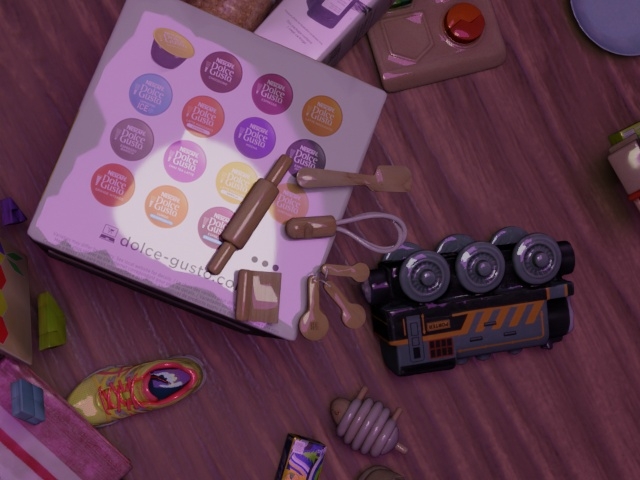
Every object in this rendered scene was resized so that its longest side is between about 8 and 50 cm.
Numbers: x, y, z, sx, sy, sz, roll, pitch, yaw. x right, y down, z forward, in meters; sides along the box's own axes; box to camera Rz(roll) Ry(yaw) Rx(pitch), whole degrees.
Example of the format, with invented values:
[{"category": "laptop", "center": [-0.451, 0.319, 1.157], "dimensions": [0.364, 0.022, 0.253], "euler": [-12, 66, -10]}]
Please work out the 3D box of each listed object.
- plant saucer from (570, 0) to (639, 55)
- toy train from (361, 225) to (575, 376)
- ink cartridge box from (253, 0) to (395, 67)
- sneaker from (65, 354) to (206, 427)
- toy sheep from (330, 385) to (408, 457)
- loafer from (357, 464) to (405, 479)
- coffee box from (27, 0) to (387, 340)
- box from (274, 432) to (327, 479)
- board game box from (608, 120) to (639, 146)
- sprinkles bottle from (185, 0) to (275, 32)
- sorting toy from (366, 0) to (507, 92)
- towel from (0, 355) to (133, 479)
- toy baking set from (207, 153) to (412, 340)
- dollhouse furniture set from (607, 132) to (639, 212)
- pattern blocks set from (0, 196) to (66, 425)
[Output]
[{"category": "plant saucer", "center": [0.488, -0.391, 1.641], "dimensions": [0.194, 0.037, 0.195], "euler": [1, 86, -11]}, {"category": "toy train", "center": [0.226, 0.089, 1.510], "dimensions": [0.333, 0.142, 0.190], "euler": [-8, 99, -13]}, {"category": "ink cartridge box", "center": [0.011, -0.323, 1.456], "dimensions": [0.100, 0.172, 0.237], "euler": [42, 85, 0]}, {"category": "sneaker", "center": [-0.262, 0.209, 1.423], "dimensions": [0.208, 0.094, 0.082], "euler": [-19, 90, -10]}, {"category": "toy sheep", "center": [0.073, 0.272, 1.484], "dimensions": [0.132, 0.091, 0.091], "euler": [28, 80, 12]}, {"category": "loafer", "center": [0.162, 0.439, 1.481], "dimensions": [0.268, 0.092, 0.102], "euler": [40, 80, -5]}, {"category": "coffee box", "center": [-0.157, -0.083, 1.342], "dimensions": [0.337, 0.338, 0.335], "euler": [23, 82, -9]}, {"category": "box", "center": [-0.042, 0.370, 1.466], "dimensions": [0.054, 0.059, 0.169], "euler": [18, 82, -9]}, {"category": "board game box", "center": [0.547, -0.108, 1.624], "dimensions": [0.092, 0.043, 0.181], "euler": [-26, 90, -12]}, {"category": "sprinkles bottle", "center": [-0.100, -0.412, 1.494], "dimensions": [0.121, 0.121, 0.356], "euler": [28, 80, -7]}, {"category": "sorting toy", "center": [0.123, -0.351, 1.569], "dimensions": [0.307, 0.041, 0.229], "euler": [-15, 88, -11]}, {"category": "towel", "center": [-0.449, 0.345, 1.352], "dimensions": [0.329, 0.037, 0.237], "euler": [-46, 102, -12]}, {"category": "toy baking set", "center": [-0.006, -0.002, 1.183], "dimensions": [0.196, 0.030, 0.256], "euler": [30, 80, -13]}, {"category": "dollhouse furniture set", "center": [0.571, -0.139, 1.496], "dimensions": [0.259, 0.262, 0.135], "euler": [-32, 94, 22]}, {"category": "pattern blocks set", "center": [-0.413, 0.059, 1.265], "dimensions": [0.026, 0.285, 0.325], "euler": [-23, 47, 13]}]
